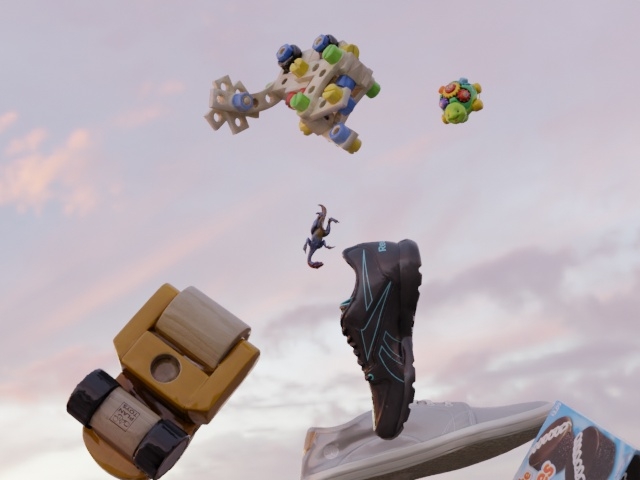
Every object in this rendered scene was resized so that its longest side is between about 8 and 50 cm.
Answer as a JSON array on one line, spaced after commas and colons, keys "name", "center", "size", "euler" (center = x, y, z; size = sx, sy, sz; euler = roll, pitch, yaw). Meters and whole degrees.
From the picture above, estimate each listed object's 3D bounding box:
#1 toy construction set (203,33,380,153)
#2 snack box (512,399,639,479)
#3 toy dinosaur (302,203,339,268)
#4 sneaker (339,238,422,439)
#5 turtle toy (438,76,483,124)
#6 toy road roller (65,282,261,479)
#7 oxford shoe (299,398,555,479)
[{"name": "toy construction set", "center": [-0.037, -0.248, 2.060], "size": [0.327, 0.215, 0.151], "euler": [6, -26, 38]}, {"name": "snack box", "center": [0.342, 0.416, 1.765], "size": [0.060, 0.322, 0.187], "euler": [28, 1, -30]}, {"name": "toy dinosaur", "center": [0.000, 0.000, 1.860], "size": [0.047, 0.082, 0.090], "euler": [21, 22, -4]}, {"name": "sneaker", "center": [0.075, 0.130, 1.595], "size": [0.106, 0.267, 0.101], "euler": [2, -1, -5]}, {"name": "turtle toy", "center": [0.282, -0.285, 2.474], "size": [0.095, 0.130, 0.066], "euler": [-23, -47, 25]}, {"name": "toy road roller", "center": [-0.268, 0.261, 2.063], "size": [0.202, 0.329, 0.240], "euler": [35, -21, 12]}, {"name": "oxford shoe", "center": [0.174, 0.313, 1.957], "size": [0.449, 0.130, 0.169], "euler": [-12, -27, -7]}]
